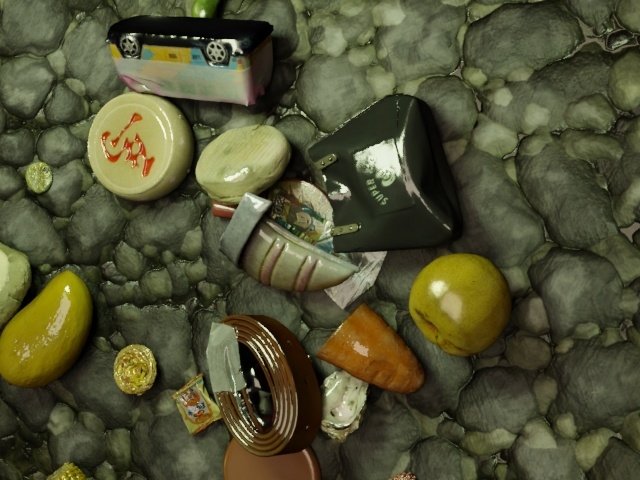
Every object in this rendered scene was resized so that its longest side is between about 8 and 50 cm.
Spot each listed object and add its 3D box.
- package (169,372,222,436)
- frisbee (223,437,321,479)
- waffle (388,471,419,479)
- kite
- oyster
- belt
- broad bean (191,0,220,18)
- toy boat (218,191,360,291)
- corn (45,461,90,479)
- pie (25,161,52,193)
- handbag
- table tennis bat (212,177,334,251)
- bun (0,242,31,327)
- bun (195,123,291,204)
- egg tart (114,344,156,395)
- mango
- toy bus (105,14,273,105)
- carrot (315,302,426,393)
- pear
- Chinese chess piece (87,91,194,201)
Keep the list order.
[{"bbox_3d":[-0.301,0.399,1.879,0.108,0.031,0.121,-34,80,17],"label":"package"},{"bbox_3d":[-0.118,0.550,1.822,0.250,0.021,0.251,1,92,20],"label":"frisbee"},{"bbox_3d":[0.184,0.551,1.708,0.083,0.029,0.075,-16,84,21],"label":"waffle"},{"bbox_3d":[0.000,0.000,1.753,0.310,0.015,0.169,42,102,3],"label":"kite"},{"bbox_3d":[0.037,0.371,1.744,0.191,0.081,0.163,-10,61,26],"label":"oyster"},{"bbox_3d":[-0.130,0.315,1.736,0.217,0.122,0.339,-36,65,20],"label":"belt"},{"bbox_3d":[-0.253,-0.644,1.846,0.098,0.056,0.318,6,89,18],"label":"broad bean"},{"bbox_3d":[-0.104,0.035,1.718,0.293,0.111,0.276,44,143,-11],"label":"toy boat"},{"bbox_3d":[-0.556,0.722,1.916,0.387,0.144,0.144,46,104,12],"label":"corn"},{"bbox_3d":[-0.741,-0.164,2.042,0.085,0.017,0.085,0,90,18],"label":"pie"},{"bbox_3d":[0.128,-0.127,1.666,0.287,0.152,0.343,-18,82,23],"label":"handbag"},{"bbox_3d":[-0.106,-0.051,1.808,0.310,0.038,0.201,10,94,16],"label":"table tennis bat"},{"bbox_3d":[-0.854,0.123,2.003,0.259,0.152,0.260,-8,69,21],"label":"bun"},{"bbox_3d":[-0.174,-0.165,1.770,0.237,0.116,0.210,1,49,34],"label":"bun"},{"bbox_3d":[-0.454,0.319,1.926,0.128,0.049,0.129,-2,84,22],"label":"egg tart"},{"bbox_3d":[-0.687,0.242,1.961,0.331,0.142,0.195,-43,83,14],"label":"mango"},{"bbox_3d":[-0.302,-0.416,1.790,0.386,0.171,0.162,9,125,19],"label":"toy bus"},{"bbox_3d":[0.124,0.254,1.680,0.225,0.159,0.159,37,102,4],"label":"carrot"},{"bbox_3d":[0.291,0.123,1.581,0.208,0.209,0.209,0,90,20],"label":"pear"},{"bbox_3d":[-0.437,-0.229,1.888,0.273,0.102,0.273,0,90,19],"label":"Chinese chess piece"}]
